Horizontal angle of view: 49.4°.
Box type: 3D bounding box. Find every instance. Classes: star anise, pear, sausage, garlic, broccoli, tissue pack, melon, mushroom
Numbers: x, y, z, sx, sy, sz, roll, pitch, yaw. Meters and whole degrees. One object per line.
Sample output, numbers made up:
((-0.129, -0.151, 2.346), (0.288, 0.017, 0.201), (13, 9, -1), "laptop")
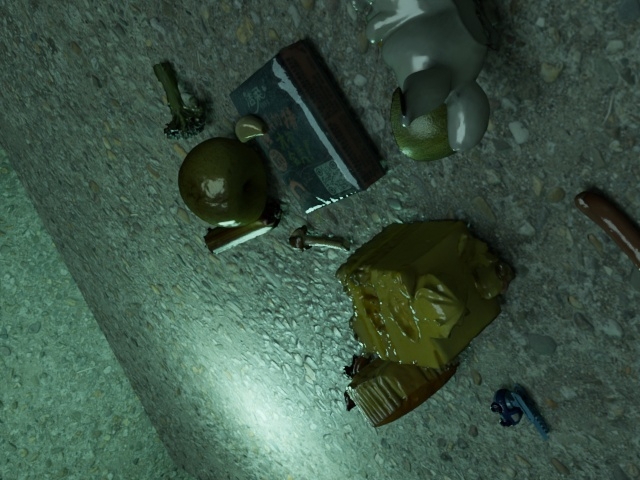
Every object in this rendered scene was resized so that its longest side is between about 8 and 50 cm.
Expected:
((0.137, 0.370, 1.840), (0.158, 0.144, 0.140), (122, 151, -48), "star anise")
((-0.237, -0.142, 1.658), (0.211, 0.188, 0.228), (14, 128, 32), "pear")
((-0.198, -0.036, 1.820), (0.372, 0.082, 0.082), (-20, 106, 54), "sausage")
((-0.146, -0.229, 1.423), (0.083, 0.041, 0.053), (-4, 125, 48), "garlic")
((-0.351, -0.343, 1.702), (0.122, 0.118, 0.204), (103, 144, -85), "broccoli")
((-0.033, -0.221, 1.423), (0.228, 0.103, 0.315), (-19, 107, 54), "tissue pack")
((0.187, -0.201, 1.203), (0.128, 0.079, 0.160), (1, 122, 51), "melon")
((0.470, -0.008, 1.084), (0.186, 0.043, 0.043), (48, 146, 4), "sausage")
((0.000, 0.000, 1.641), (0.187, 0.060, 0.061), (4, 118, 42), "mushroom")

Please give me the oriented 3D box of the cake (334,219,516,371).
((0.208, 0.102, 1.333), (0.286, 0.227, 0.222), (-1, 120, 50), "cake")

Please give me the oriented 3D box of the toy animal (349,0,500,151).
((0.154, -0.300, 1.018), (0.154, 0.209, 0.325), (-34, 53, 41), "toy animal")

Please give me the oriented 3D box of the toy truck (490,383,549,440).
((0.427, 0.375, 1.491), (0.074, 0.063, 0.136), (-27, 104, 36), "toy truck")

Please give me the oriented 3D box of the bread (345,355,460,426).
((0.183, 0.299, 1.531), (0.133, 0.250, 0.179), (51, 167, 6), "bread")
